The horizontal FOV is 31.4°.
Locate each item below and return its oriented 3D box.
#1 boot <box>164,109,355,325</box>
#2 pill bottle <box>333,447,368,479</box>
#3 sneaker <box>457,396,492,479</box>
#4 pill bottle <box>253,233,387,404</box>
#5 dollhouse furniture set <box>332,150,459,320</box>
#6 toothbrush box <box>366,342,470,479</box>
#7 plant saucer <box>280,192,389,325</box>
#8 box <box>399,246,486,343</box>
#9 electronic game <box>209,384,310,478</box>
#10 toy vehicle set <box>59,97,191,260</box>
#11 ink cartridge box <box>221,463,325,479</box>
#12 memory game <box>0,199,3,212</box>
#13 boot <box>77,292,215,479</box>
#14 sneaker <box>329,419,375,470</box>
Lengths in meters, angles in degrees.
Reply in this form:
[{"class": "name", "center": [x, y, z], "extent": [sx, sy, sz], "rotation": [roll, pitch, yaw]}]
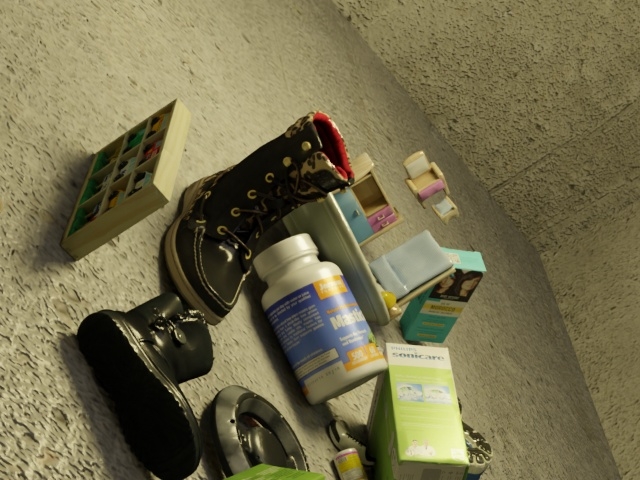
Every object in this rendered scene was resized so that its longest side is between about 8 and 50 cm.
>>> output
[{"class": "boot", "center": [-0.092, -0.049, 1.815], "extent": [0.138, 0.284, 0.377], "rotation": [51, 19, -22]}, {"class": "pill bottle", "center": [0.054, 0.391, 1.890], "extent": [0.043, 0.043, 0.083], "rotation": [25, 38, -59]}, {"class": "sneaker", "center": [0.214, 0.388, 2.209], "extent": [0.130, 0.147, 0.330], "rotation": [14, 19, -19]}, {"class": "pill bottle", "center": [-0.009, 0.131, 1.961], "extent": [0.272, 0.152, 0.152], "rotation": [64, 19, 12]}, {"class": "dollhouse furniture set", "center": [0.170, -0.028, 2.385], "extent": [0.198, 0.286, 0.303], "rotation": [58, 1, -45]}, {"class": "toothbrush box", "center": [0.160, 0.346, 1.952], "extent": [0.283, 0.122, 0.206], "rotation": [-96, -167, -54]}, {"class": "plant saucer", "center": [0.000, 0.000, 2.160], "extent": [0.400, 0.101, 0.400], "rotation": [62, -3, 6]}, {"class": "box", "center": [0.268, 0.124, 2.517], "extent": [0.101, 0.244, 0.060], "rotation": [7, 43, -19]}, {"class": "electronic game", "center": [-0.084, 0.314, 1.649], "extent": [0.229, 0.048, 0.229], "rotation": [50, 20, -25]}, {"class": "toy vehicle set", "center": [-0.271, -0.092, 1.615], "extent": [0.035, 0.166, 0.266], "rotation": [50, 20, -25]}, {"class": "ink cartridge box", "center": [-0.078, 0.430, 1.442], "extent": [0.189, 0.097, 0.255], "rotation": [3, 92, -68]}, {"class": "memory game", "center": [-0.454, -0.076, 1.365], "extent": [0.186, 0.012, 0.186], "rotation": [49, 22, -27]}, {"class": "boot", "center": [-0.192, 0.183, 1.502], "extent": [0.246, 0.094, 0.207], "rotation": [56, 22, 11]}, {"class": "sneaker", "center": [0.055, 0.350, 1.957], "extent": [0.109, 0.044, 0.040], "rotation": [55, 21, -8]}]
